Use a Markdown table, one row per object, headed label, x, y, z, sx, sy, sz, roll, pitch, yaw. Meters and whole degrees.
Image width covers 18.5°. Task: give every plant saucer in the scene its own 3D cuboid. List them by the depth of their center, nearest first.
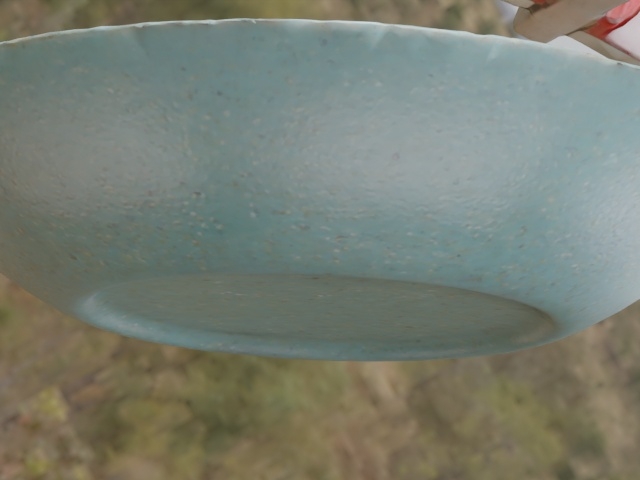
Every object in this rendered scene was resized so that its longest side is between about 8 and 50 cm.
| label | x | y | z | sx | sy | sz | roll | pitch | yaw |
| --- | --- | --- | --- | --- | --- | --- | --- | --- | --- |
| plant saucer | 0.000 | 0.000 | 0.425 | 0.195 | 0.195 | 0.037 | 41 | 51 | -70 |

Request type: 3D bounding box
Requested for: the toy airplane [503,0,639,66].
| label | x | y | z | sx | sy | sz | roll | pitch | yaw |
| --- | --- | --- | --- | --- | --- | --- | --- | --- | --- |
| toy airplane | 0.190 | -0.263 | 0.906 | 0.384 | 0.386 | 0.272 | 67 | -29 | 14 |
